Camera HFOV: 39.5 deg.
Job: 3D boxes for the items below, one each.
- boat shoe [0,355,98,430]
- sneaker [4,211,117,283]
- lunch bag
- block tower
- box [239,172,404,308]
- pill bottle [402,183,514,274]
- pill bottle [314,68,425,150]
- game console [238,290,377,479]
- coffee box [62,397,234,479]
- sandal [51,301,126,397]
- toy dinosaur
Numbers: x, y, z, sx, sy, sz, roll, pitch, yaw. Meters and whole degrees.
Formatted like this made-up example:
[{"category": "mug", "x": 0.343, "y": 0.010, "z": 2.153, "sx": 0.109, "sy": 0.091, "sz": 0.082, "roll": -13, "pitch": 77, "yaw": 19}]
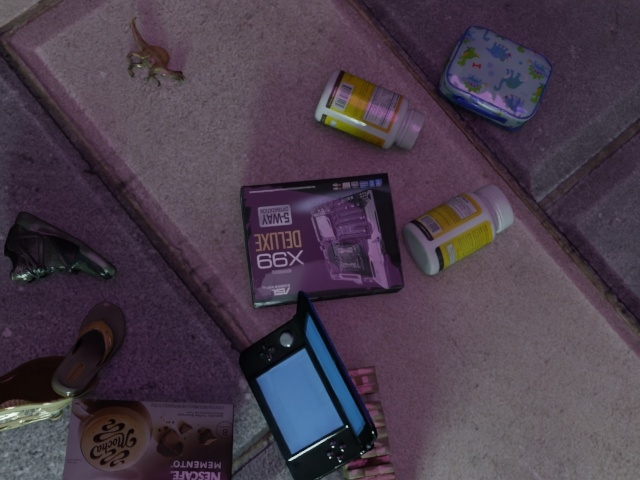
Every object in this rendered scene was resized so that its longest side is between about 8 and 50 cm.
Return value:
[{"category": "boat shoe", "x": -0.560, "y": 0.297, "z": 1.681, "sx": 0.285, "sy": 0.089, "sz": 0.104, "roll": -13, "pitch": 53, "yaw": -12}, {"category": "sneaker", "x": -0.515, "y": 0.046, "z": 1.736, "sx": 0.228, "sy": 0.087, "sz": 0.130, "roll": 25, "pitch": 77, "yaw": 3}, {"category": "lunch bag", "x": 0.374, "y": -0.348, "z": 1.927, "sx": 0.219, "sy": 0.090, "sz": 0.176, "roll": 25, "pitch": 75, "yaw": -1}, {"category": "block tower", "x": 0.087, "y": 0.417, "z": 1.719, "sx": 0.097, "sy": 0.091, "sz": 0.335, "roll": -7, "pitch": 79, "yaw": -7}, {"category": "box", "x": 0.000, "y": 0.000, "z": 1.810, "sx": 0.308, "sy": 0.076, "sz": 0.242, "roll": -5, "pitch": 78, "yaw": -8}, {"category": "pill bottle", "x": 0.284, "y": -0.026, "z": 1.829, "sx": 0.209, "sy": 0.119, "sz": 0.119, "roll": -28, "pitch": 82, "yaw": -12}, {"category": "pill bottle", "x": 0.105, "y": -0.267, "z": 1.862, "sx": 0.215, "sy": 0.117, "sz": 0.117, "roll": 23, "pitch": 76, "yaw": -1}, {"category": "game console", "x": -0.033, "y": 0.276, "z": 1.629, "sx": 0.250, "sy": 0.173, "sz": 0.293, "roll": -34, "pitch": 70, "yaw": 17}, {"category": "coffee box", "x": -0.311, "y": 0.391, "z": 1.645, "sx": 0.297, "sy": 0.119, "sz": 0.168, "roll": 4, "pitch": 62, "yaw": -7}, {"category": "sandal", "x": -0.436, "y": 0.197, "z": 1.685, "sx": 0.090, "sy": 0.060, "sz": 0.219, "roll": 26, "pitch": 46, "yaw": 3}, {"category": "toy dinosaur", "x": -0.366, "y": -0.387, "z": 1.877, "sx": 0.183, "sy": 0.053, "sz": 0.093, "roll": 49, "pitch": 61, "yaw": -2}]
